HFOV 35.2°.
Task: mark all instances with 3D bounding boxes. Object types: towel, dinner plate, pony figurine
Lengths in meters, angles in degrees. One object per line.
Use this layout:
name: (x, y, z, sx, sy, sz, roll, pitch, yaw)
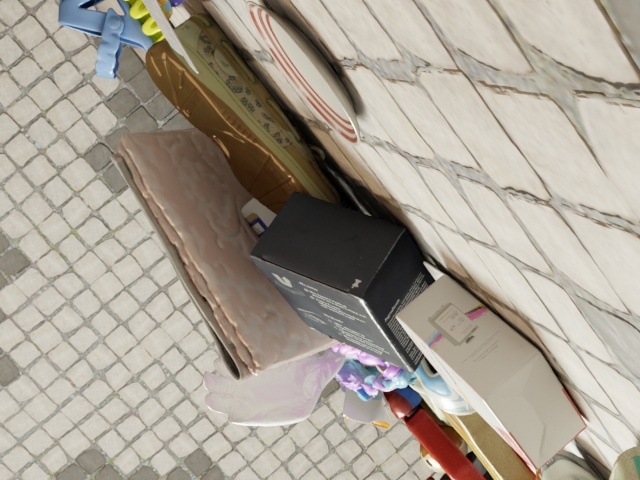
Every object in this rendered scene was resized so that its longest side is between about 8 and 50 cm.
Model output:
towel: (-0.087, 0.003, 1.281, 0.332, 0.053, 0.317, 59, -152, 10)
dinner plate: (-0.009, -0.133, 0.791, 0.141, 0.017, 0.141, 49, 175, 5)
pony figurine: (-0.001, 0.135, 1.572, 0.350, 0.303, 0.363, 12, -179, -12)

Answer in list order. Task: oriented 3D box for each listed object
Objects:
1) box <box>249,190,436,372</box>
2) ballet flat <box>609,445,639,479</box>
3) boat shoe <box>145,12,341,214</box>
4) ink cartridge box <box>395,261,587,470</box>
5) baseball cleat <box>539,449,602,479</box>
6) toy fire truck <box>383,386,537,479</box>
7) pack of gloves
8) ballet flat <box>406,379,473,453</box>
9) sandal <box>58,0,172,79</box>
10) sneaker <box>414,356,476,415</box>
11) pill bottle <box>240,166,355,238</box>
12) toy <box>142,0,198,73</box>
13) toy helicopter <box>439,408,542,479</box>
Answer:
box: (0.035, 0.044, 1.072, 0.156, 0.093, 0.158, 20, 158, 37)
ballet flat: (0.251, 0.196, 0.793, 0.168, 0.057, 0.052, 67, -169, -64)
boat shoe: (-0.067, -0.128, 1.123, 0.285, 0.089, 0.104, 49, 151, -14)
ink cartridge box: (0.146, 0.110, 0.939, 0.115, 0.067, 0.198, 52, 176, -33)
baseball cleat: (0.300, 0.292, 1.047, 0.206, 0.072, 0.109, 53, -169, -13)
toy fire truck: (0.195, 0.334, 1.603, 0.254, 0.169, 0.302, 47, 180, 3)
pack of gloves: (0.018, 0.225, 1.700, 0.195, 0.046, 0.232, 16, -166, -8)
ballet flat: (0.224, 0.319, 1.813, 0.316, 0.107, 0.106, 46, 167, 36)
sandal: (-0.349, -0.373, 1.544, 0.317, 0.138, 0.126, 52, 178, -3)
sneaker: (0.130, 0.115, 1.193, 0.237, 0.085, 0.086, -130, 28, -61)
pill bottle: (0.000, 0.000, 1.241, 0.187, 0.112, 0.112, 51, 176, -4)
toy: (-0.166, -0.278, 0.928, 0.237, 0.056, 0.137, 58, 177, -27)
toy helicopter: (0.252, 0.314, 1.205, 0.355, 0.140, 0.235, 53, 174, 3)
